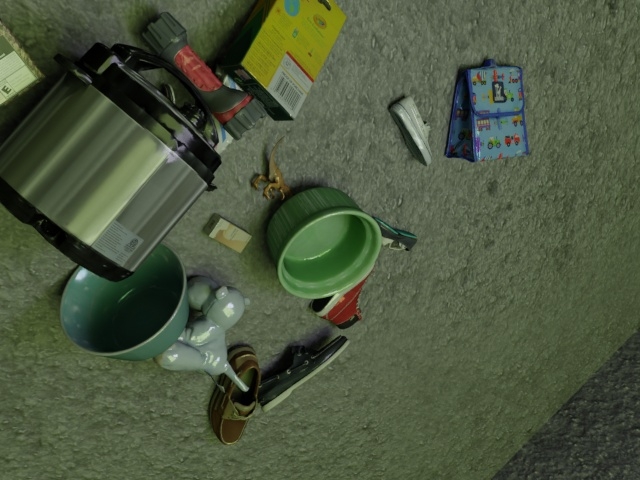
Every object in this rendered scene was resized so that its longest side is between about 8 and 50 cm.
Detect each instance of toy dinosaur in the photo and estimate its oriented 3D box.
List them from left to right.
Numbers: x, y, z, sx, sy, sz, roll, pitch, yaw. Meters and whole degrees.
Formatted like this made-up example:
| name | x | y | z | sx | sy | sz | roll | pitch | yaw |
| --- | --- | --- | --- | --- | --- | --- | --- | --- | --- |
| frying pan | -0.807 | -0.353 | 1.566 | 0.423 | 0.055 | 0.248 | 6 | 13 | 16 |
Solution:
| name | x | y | z | sx | sy | sz | roll | pitch | yaw |
| --- | --- | --- | --- | --- | --- | --- | --- | --- | --- |
| toy dinosaur | -0.125 | -0.172 | 1.831 | 0.112 | 0.064 | 0.211 | -44 | 142 | -22 |

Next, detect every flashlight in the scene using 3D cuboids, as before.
| name | x | y | z | sx | sy | sz | roll | pitch | yaw |
| --- | --- | --- | --- | --- | --- | --- | --- | --- | --- |
| flashlight | -0.251 | -0.360 | 1.516 | 0.103 | 0.103 | 0.304 | -41 | 103 | 4 |

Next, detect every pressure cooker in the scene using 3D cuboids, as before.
| name | x | y | z | sx | sy | sz | roll | pitch | yaw |
| --- | --- | --- | --- | --- | --- | --- | --- | --- | --- |
| pressure cooker | -0.407 | -0.171 | 1.418 | 0.375 | 0.370 | 0.420 | 40 | 86 | -3 |

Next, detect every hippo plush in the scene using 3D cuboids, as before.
| name | x | y | z | sx | sy | sz | roll | pitch | yaw |
| --- | --- | --- | --- | --- | --- | --- | --- | --- | --- |
| hippo plush | -0.307 | 0.214 | 1.784 | 0.234 | 0.294 | 0.236 | 22 | 93 | -61 |

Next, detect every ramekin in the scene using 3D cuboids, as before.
| name | x | y | z | sx | sy | sz | roll | pitch | yaw |
| --- | --- | --- | --- | --- | --- | --- | --- | --- | --- |
| ramekin | 0.000 | 0.000 | 1.899 | 0.304 | 0.148 | 0.303 | -16 | 135 | -17 |

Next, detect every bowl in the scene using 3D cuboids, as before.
| name | x | y | z | sx | sy | sz | roll | pitch | yaw |
| --- | --- | --- | --- | --- | --- | --- | --- | --- | --- |
| bowl | -0.439 | 0.163 | 1.661 | 0.312 | 0.311 | 0.163 | -38 | 145 | -11 |

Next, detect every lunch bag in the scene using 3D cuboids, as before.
| name | x | y | z | sx | sy | sz | roll | pitch | yaw |
| --- | --- | --- | --- | --- | --- | --- | --- | --- | --- |
| lunch bag | 0.507 | -0.397 | 2.096 | 0.221 | 0.138 | 0.293 | -11 | 108 | -28 |

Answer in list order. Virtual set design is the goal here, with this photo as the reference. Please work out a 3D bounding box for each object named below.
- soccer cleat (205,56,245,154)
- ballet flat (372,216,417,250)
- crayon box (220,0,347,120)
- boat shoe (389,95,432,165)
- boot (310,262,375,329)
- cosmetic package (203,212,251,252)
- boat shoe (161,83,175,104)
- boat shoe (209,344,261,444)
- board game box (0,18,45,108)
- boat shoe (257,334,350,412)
| name | x | y | z | sx | sy | sz | roll | pitch | yaw |
| --- | --- | --- | --- | --- | --- | --- | --- | --- | --- |
| soccer cleat | -0.234 | -0.267 | 1.656 | 0.143 | 0.116 | 0.331 | 12 | 107 | -34 |
| ballet flat | 0.218 | -0.011 | 2.131 | 0.203 | 0.074 | 0.074 | 21 | 102 | -41 |
| crayon box | -0.077 | -0.467 | 1.632 | 0.202 | 0.081 | 0.318 | 42 | 66 | -40 |
| boat shoe | 0.282 | -0.314 | 1.997 | 0.076 | 0.083 | 0.226 | -41 | 129 | -7 |
| boot | 0.106 | 0.161 | 2.141 | 0.244 | 0.088 | 0.176 | -47 | 131 | 8 |
| cosmetic package | -0.244 | -0.019 | 1.835 | 0.115 | 0.041 | 0.060 | 30 | 95 | -40 |
| boat shoe | -0.362 | -0.299 | 1.604 | 0.038 | 0.046 | 0.125 | -13 | 129 | -33 |
| boat shoe | -0.247 | 0.469 | 2.042 | 0.123 | 0.120 | 0.323 | -1 | 114 | -28 |
| board game box | -0.704 | -0.366 | 1.275 | 0.232 | 0.141 | 0.291 | -38 | 129 | -11 |
| boat shoe | -0.068 | 0.379 | 2.128 | 0.340 | 0.113 | 0.127 | -38 | 174 | 0 |
